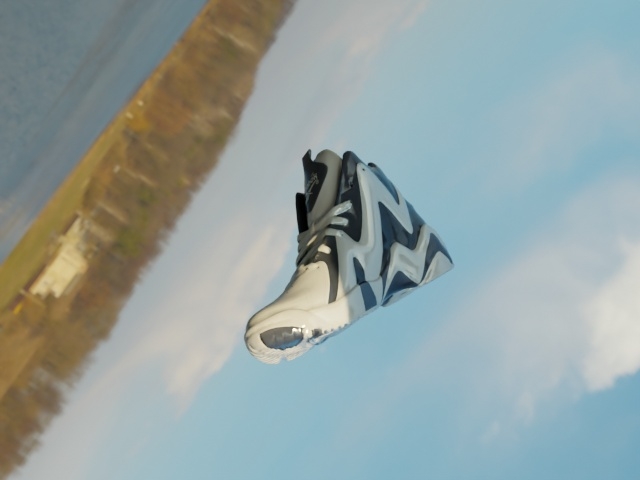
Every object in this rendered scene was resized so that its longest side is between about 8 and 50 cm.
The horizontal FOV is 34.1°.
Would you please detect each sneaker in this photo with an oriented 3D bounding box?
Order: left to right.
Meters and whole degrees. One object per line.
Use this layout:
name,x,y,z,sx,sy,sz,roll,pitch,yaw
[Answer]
sneaker,0.000,0.000,0.882,0.235,0.153,0.094,-25,171,-37
